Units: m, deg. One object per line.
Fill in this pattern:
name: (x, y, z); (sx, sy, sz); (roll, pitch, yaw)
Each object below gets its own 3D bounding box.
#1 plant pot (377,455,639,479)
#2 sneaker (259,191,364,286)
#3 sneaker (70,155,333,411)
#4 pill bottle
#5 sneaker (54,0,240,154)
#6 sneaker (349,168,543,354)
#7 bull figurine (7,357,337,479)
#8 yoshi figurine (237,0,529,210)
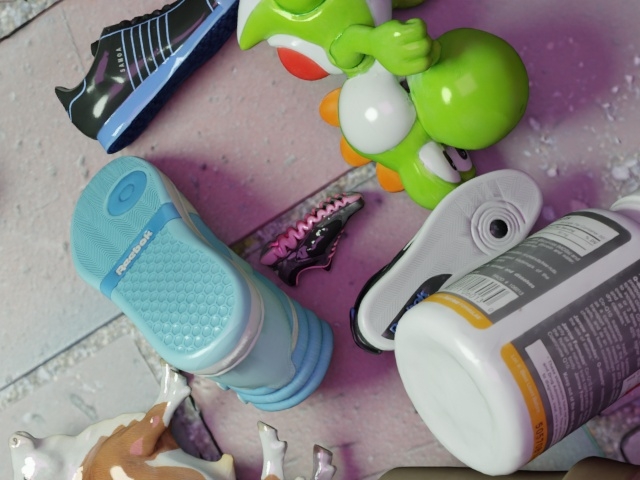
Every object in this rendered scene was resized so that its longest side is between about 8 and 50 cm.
plant pot: (0.151, 0.296, 1.095); (0.229, 0.263, 0.263); (11, 86, 29)
sneaker: (0.000, 0.000, 1.232); (0.119, 0.047, 0.057); (-37, 100, 5)
sneaker: (-0.108, 0.053, 1.207); (0.127, 0.208, 0.319); (-47, 44, 5)
pill bottle: (0.215, 0.068, 1.087); (0.278, 0.162, 0.162); (-28, 80, -23)
sneaker: (-0.165, -0.197, 1.252); (0.090, 0.081, 0.232); (44, 92, 5)
sneaker: (0.105, 0.017, 1.179); (0.217, 0.121, 0.079); (-42, 92, -13)
bull figurine: (-0.141, 0.227, 1.197); (0.310, 0.101, 0.188); (27, 87, 10)
yoshi figurine: (0.064, -0.206, 1.158); (0.203, 0.203, 0.362); (-38, 99, -21)
